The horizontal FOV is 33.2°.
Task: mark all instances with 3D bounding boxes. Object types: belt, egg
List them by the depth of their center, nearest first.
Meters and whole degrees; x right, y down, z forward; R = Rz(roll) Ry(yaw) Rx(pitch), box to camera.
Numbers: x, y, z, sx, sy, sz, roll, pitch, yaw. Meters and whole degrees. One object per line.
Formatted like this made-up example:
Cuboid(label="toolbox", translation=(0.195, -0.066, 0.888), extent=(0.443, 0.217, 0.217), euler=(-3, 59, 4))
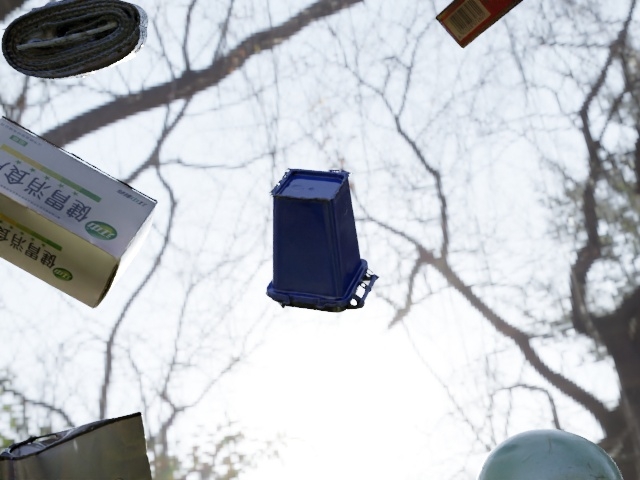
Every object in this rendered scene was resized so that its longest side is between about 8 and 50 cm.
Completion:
Cuboid(label="egg", translation=(0.297, 0.330, 1.400), extent=(0.168, 0.168, 0.231), euler=(4, -14, -23))
Cuboid(label="belt", translation=(-0.371, -0.312, 1.652), extent=(0.218, 0.122, 0.128), euler=(-15, 9, -1))

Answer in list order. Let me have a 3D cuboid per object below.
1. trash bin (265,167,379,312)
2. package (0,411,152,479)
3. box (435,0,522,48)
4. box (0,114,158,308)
Cuboid(label="trash bin", translation=(0.000, 0.000, 1.901), extent=(0.184, 0.162, 0.234), euler=(6, -59, 17))
Cuboid(label="package", translation=(-0.354, 0.369, 1.534), extent=(0.251, 0.203, 0.062), euler=(-12, 9, -40))
Cuboid(label="box", translation=(0.355, -0.480, 1.889), extent=(0.197, 0.089, 0.313), euler=(-43, 5, -26))
Cuboid(label="box", translation=(-0.468, -0.052, 1.826), extent=(0.333, 0.173, 0.145), euler=(29, -53, -4))
